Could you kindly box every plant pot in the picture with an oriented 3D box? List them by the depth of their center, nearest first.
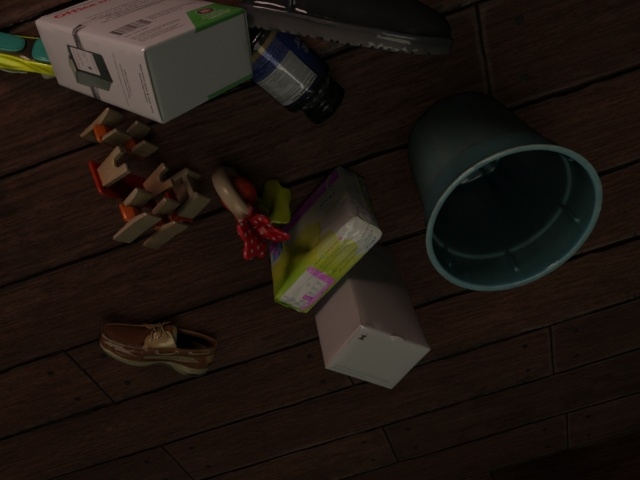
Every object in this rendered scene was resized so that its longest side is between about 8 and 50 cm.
[{"bbox_3d":[0.346,-0.131,1.210,0.341,0.334,0.341,-4,129,-5],"label":"plant pot"}]

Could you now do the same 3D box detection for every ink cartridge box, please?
[{"bbox_3d":[-0.290,-0.321,0.954,0.211,0.289,0.121,-40,141,-36],"label":"ink cartridge box"}]

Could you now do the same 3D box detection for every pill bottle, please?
[{"bbox_3d":[-0.060,-0.331,1.122,0.219,0.123,0.123,35,115,-31],"label":"pill bottle"}]

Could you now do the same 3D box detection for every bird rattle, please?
[{"bbox_3d":[-0.166,-0.068,1.248,0.143,0.253,0.207,-38,100,19],"label":"bird rattle"}]

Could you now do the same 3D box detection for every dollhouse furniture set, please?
[{"bbox_3d":[-0.365,-0.101,1.186,0.135,0.262,0.259,-34,157,20],"label":"dollhouse furniture set"}]

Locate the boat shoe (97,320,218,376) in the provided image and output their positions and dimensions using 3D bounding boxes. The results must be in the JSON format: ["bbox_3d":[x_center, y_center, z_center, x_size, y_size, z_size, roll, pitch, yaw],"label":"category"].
[{"bbox_3d":[-0.429,0.270,1.548,0.324,0.122,0.120,21,117,-33],"label":"boat shoe"}]

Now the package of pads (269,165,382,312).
[{"bbox_3d":[0.000,0.000,1.324,0.101,0.229,0.296,29,118,-28],"label":"package of pads"}]

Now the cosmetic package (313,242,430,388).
[{"bbox_3d":[0.098,0.147,1.367,0.197,0.365,0.155,24,120,-24],"label":"cosmetic package"}]

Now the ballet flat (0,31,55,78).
[{"bbox_3d":[-0.542,-0.343,1.076,0.231,0.077,0.077,6,148,-10],"label":"ballet flat"}]

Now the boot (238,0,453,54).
[{"bbox_3d":[0.066,-0.532,0.868,0.367,0.146,0.445,12,110,4],"label":"boot"}]
